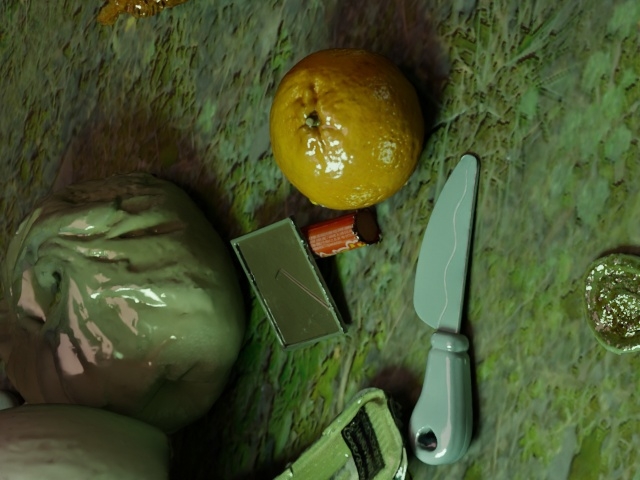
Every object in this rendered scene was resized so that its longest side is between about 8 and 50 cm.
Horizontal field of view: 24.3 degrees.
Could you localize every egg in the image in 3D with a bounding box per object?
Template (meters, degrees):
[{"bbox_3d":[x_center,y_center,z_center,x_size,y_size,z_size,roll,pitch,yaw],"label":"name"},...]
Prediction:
[{"bbox_3d":[-0.354,0.347,1.628,0.354,0.339,0.355,-171,90,-78],"label":"egg"}]

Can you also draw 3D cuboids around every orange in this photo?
[{"bbox_3d":[0.026,-0.120,1.605,0.177,0.155,0.178,-7,82,53],"label":"orange"}]

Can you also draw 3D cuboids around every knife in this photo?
[{"bbox_3d":[0.131,0.073,1.596,0.080,0.044,0.331,1,87,44],"label":"knife"}]

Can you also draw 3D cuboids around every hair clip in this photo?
[{"bbox_3d":[0.001,0.301,1.680,0.321,0.091,0.138,-42,42,26],"label":"hair clip"}]

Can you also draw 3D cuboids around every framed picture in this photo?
[{"bbox_3d":[-0.037,0.052,1.718,0.109,0.011,0.149,-19,98,45],"label":"framed picture"}]

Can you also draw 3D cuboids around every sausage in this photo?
[{"bbox_3d":[0.000,0.000,1.697,0.145,0.050,0.048,-15,125,40],"label":"sausage"}]

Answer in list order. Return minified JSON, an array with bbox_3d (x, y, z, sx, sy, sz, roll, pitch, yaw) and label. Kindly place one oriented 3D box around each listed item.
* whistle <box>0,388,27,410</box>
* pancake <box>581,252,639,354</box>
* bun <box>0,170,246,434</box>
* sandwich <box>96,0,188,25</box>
[{"bbox_3d":[-0.421,0.255,2.069,0.220,0.057,0.107,-13,69,36],"label":"whistle"},{"bbox_3d":[0.301,0.060,1.458,0.108,0.017,0.108,7,100,41],"label":"pancake"},{"bbox_3d":[-0.267,0.082,1.824,0.359,0.211,0.360,2,93,42],"label":"bun"},{"bbox_3d":[-0.174,-0.326,1.766,0.184,0.160,0.109,7,115,48],"label":"sandwich"}]
